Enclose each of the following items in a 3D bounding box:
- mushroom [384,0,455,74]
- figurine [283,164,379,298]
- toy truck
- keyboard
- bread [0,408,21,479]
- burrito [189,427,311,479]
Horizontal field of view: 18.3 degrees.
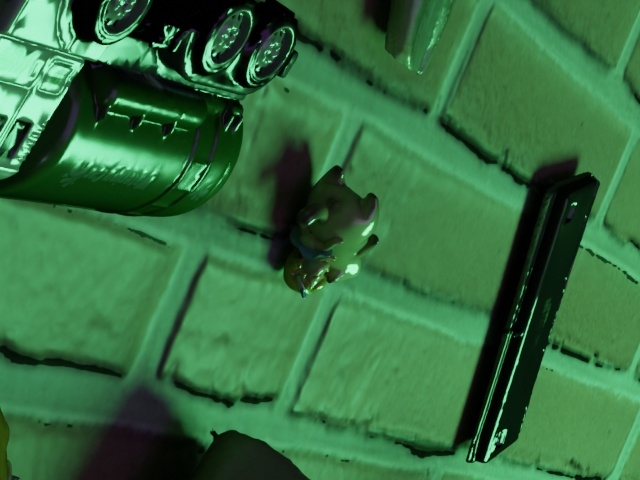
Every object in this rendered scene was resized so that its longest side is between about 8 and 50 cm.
[{"bbox_3d":[0.072,-0.185,1.108,0.059,0.054,0.202,-21,135,-49],"label":"mushroom"},{"bbox_3d":[0.000,0.000,1.134,0.050,0.047,0.083,-31,147,-29],"label":"figurine"},{"bbox_3d":[-0.102,-0.073,0.802,0.125,0.101,0.242,-57,159,9],"label":"toy truck"},{"bbox_3d":[0.158,0.059,1.507,0.094,0.025,0.230,-19,128,-60],"label":"keyboard"},{"bbox_3d":[-0.191,0.069,0.740,0.136,0.107,0.241,-51,152,-35],"label":"bread"},{"bbox_3d":[-0.085,0.287,1.110,0.332,0.135,0.190,-55,160,-15],"label":"burrito"}]
